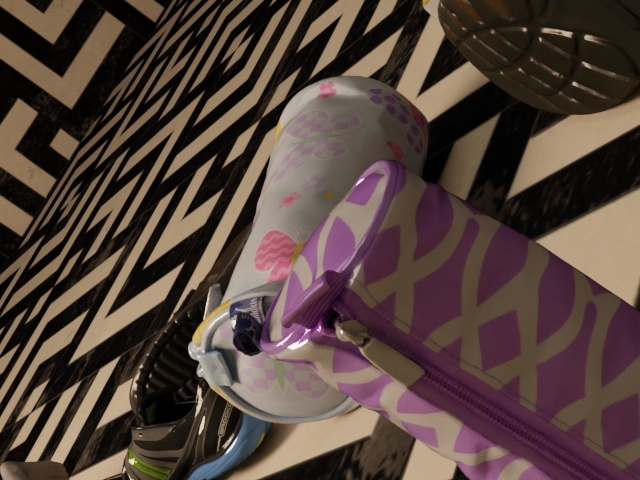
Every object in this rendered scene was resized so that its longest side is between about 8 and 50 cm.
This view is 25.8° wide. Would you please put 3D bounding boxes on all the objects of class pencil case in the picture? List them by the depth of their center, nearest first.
[{"bbox_3d":[0.077,0.054,0.489,0.086,0.206,0.088,-56,10,14],"label":"pencil case"},{"bbox_3d":[0.000,0.000,0.964,0.124,0.113,0.273,-17,33,28],"label":"pencil case"}]

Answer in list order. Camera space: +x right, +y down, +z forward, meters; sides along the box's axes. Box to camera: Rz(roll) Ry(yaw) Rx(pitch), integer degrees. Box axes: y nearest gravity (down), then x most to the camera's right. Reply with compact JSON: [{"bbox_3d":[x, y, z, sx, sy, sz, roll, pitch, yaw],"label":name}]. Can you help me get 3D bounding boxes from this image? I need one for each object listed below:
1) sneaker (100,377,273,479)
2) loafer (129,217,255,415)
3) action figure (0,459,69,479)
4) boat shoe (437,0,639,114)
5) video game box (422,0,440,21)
[{"bbox_3d":[-0.111,0.149,1.018,0.188,0.078,0.067,-39,2,35],"label":"sneaker"},{"bbox_3d":[-0.071,0.062,1.130,0.220,0.080,0.078,-51,6,-6],"label":"loafer"},{"bbox_3d":[-0.296,0.318,1.054,0.341,0.178,0.330,-52,6,-4],"label":"action figure"},{"bbox_3d":[0.178,-0.163,0.796,0.120,0.122,0.324,-49,10,-17],"label":"boat shoe"},{"bbox_3d":[0.166,-0.296,1.225,0.205,0.048,0.187,-47,15,21],"label":"video game box"}]
